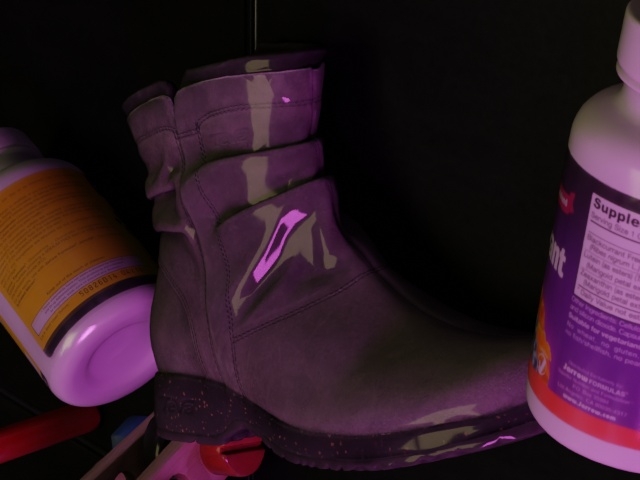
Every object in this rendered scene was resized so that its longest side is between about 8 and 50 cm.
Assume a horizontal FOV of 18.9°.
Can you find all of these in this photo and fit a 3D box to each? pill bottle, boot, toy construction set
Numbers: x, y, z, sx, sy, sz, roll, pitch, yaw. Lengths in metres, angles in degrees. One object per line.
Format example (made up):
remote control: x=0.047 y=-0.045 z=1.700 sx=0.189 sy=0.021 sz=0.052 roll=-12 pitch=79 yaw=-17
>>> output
pill bottle: x=-0.174 y=0.012 z=1.245 sx=0.184 sy=0.103 sz=0.103 roll=49 pitch=136 yaw=28
boot: x=0.000 y=0.000 z=1.027 sx=0.338 sy=0.118 sz=0.222 roll=-2 pitch=96 yaw=47
pill bottle: x=0.155 y=-0.005 z=0.832 sx=0.108 sy=0.108 sz=0.193 roll=32 pitch=125 yaw=41
toy construction set: x=-0.159 y=0.224 z=1.193 sx=0.309 sy=0.237 sz=0.257 roll=35 pitch=128 yaw=39
